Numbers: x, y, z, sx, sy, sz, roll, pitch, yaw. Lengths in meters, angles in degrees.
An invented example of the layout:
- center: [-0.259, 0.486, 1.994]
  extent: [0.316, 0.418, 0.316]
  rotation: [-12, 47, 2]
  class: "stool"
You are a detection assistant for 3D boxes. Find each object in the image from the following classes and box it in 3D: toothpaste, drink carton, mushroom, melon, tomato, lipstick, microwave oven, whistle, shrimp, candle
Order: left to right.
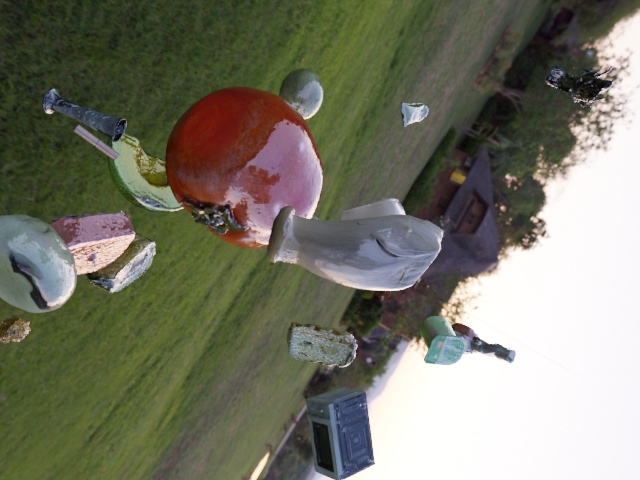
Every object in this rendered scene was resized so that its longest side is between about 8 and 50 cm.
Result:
- center: [-0.756, 0.015, 1.562]
  extent: [0.287, 0.131, 0.317]
  rotation: [-26, 169, -11]
  class: "candle"
- center: [-0.459, -0.201, 0.966]
  extent: [0.019, 0.094, 0.019]
  rotation: [-32, -145, 26]
  class: "lipstick"
- center: [-0.448, -0.144, 1.213]
  extent: [0.129, 0.265, 0.169]
  rotation: [-26, -127, 37]
  class: "melon"
- center: [-0.159, -0.152, 0.998]
  extent: [0.290, 0.325, 0.293]
  rotation: [-61, 143, -25]
  class: "tomato"
- center: [-0.060, -0.449, 1.453]
  extent: [0.139, 0.139, 0.192]
  rotation: [101, 0, -53]
  class: "melon"
- center: [0.061, 0.544, 1.339]
  extent: [0.162, 0.122, 0.208]
  rotation: [-5, 86, -36]
  class: "microwave oven"
- center: [0.049, 0.013, 0.647]
  extent: [0.096, 0.247, 0.108]
  rotation: [-105, -161, -87]
  class: "mushroom"
- center: [0.307, -0.419, 1.544]
  extent: [0.248, 0.047, 0.078]
  rotation: [-32, 117, -58]
  class: "toothpaste"
- center: [0.455, 0.372, 1.781]
  extent: [0.142, 0.144, 0.146]
  rotation: [-102, -156, -60]
  class: "drink carton"
- center: [0.646, 0.431, 1.973]
  extent: [0.133, 0.346, 0.142]
  rotation: [-37, 117, -29]
  class: "whistle"
- center: [0.535, -0.319, 0.954]
  extent: [0.174, 0.076, 0.082]
  rotation: [-102, -146, -61]
  class: "shrimp"

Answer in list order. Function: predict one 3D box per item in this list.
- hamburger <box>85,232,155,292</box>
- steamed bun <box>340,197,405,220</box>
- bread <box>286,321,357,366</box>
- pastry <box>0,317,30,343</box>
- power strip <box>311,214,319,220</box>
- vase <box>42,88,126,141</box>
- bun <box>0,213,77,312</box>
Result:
- center: [-0.839, 0.074, 1.916]
  extent: [0.309, 0.211, 0.132]
  rotation: [-55, 166, -41]
  class: "hamburger"
- center: [0.207, -0.060, 1.820]
  extent: [0.146, 0.241, 0.164]
  rotation: [-1, 80, -64]
  class: "steamed bun"
- center: [0.002, 0.337, 1.537]
  extent: [0.088, 0.232, 0.128]
  rotation: [-83, -174, -78]
  class: "bread"
- center: [-0.904, 0.262, 1.378]
  extent: [0.056, 0.140, 0.080]
  rotation: [53, 40, -36]
  class: "pastry"
- center: [0.000, 0.000, 1.495]
  extent: [0.076, 0.169, 0.028]
  rotation: [-32, 171, -30]
  class: "power strip"
- center: [-0.529, -0.281, 1.057]
  extent: [0.059, 0.167, 0.059]
  rotation: [-157, -90, -84]
  class: "vase"
- center: [-0.726, 0.043, 1.184]
  extent: [0.179, 0.283, 0.283]
  rotation: [-56, 168, -46]
  class: "bun"
